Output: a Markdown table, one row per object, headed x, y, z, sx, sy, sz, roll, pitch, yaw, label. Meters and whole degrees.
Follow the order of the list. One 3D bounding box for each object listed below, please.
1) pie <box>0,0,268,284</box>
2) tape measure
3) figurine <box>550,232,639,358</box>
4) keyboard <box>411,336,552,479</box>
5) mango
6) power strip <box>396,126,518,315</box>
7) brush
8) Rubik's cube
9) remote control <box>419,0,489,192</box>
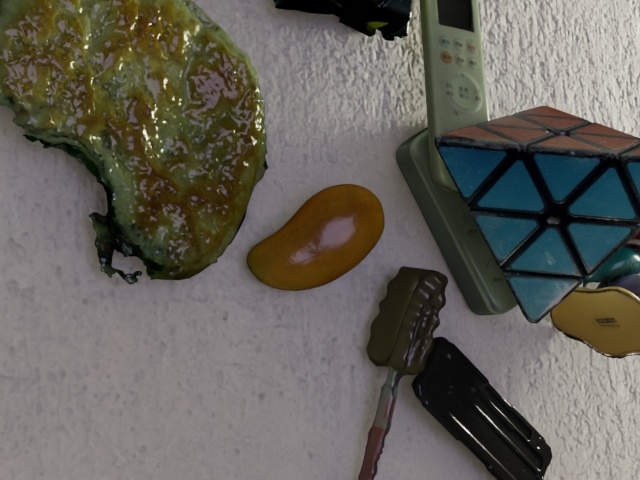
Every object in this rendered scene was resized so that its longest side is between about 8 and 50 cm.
| x | y | z | sx | sy | sz | roll | pitch | yaw | label |
| --- | --- | --- | --- | --- | --- | --- | --- | --- | --- |
| -0.202 | -0.144 | 1.171 | 0.296 | 0.078 | 0.371 | -44 | 107 | -28 | pie |
| 0.036 | -0.363 | 1.330 | 0.199 | 0.112 | 0.186 | 12 | 83 | -35 | tape measure |
| 0.437 | 0.010 | 1.479 | 0.208 | 0.181 | 0.257 | 27 | 59 | 6 | figurine |
| 0.216 | 0.237 | 1.380 | 0.262 | 0.016 | 0.106 | 46 | 53 | -22 | keyboard |
| 0.000 | 0.000 | 1.265 | 0.184 | 0.085 | 0.102 | -33 | 99 | -25 | mango |
| 0.230 | -0.051 | 1.425 | 0.194 | 0.059 | 0.265 | -32 | 99 | -30 | power strip |
| 0.085 | 0.176 | 1.298 | 0.071 | 0.084 | 0.301 | 22 | 80 | -26 | brush |
| 0.290 | -0.071 | 1.312 | 0.228 | 0.233 | 0.229 | -37 | 75 | -9 | Rubik's cube |
| 0.175 | -0.205 | 1.375 | 0.090 | 0.038 | 0.309 | 7 | 71 | -26 | remote control |
